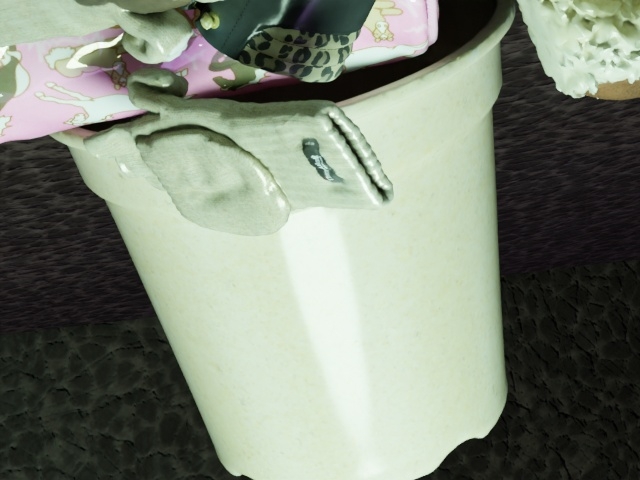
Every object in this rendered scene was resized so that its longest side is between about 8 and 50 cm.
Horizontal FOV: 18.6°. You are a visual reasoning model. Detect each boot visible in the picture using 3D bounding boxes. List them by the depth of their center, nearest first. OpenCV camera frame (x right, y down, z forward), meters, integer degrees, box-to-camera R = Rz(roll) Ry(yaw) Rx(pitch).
[{"bbox_3d":[-0.039,-0.183,1.031,0.236,0.085,0.178,14,125,-30],"label":"boot"}]

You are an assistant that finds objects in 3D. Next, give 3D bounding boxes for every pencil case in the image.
[{"bbox_3d":[-0.125,-0.154,1.201,0.386,0.167,0.160,-12,-160,2],"label":"pencil case"}]

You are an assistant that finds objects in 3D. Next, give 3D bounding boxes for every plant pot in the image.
[{"bbox_3d":[0.000,0.000,1.388,0.334,0.305,0.334,-12,-157,5],"label":"plant pot"}]

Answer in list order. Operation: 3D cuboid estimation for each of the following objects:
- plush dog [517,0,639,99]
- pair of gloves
[{"bbox_3d":[0.200,-0.237,1.127,0.225,0.210,0.262,-28,155,-10],"label":"plush dog"},{"bbox_3d":[-0.086,-0.100,1.068,0.204,0.240,0.042,-11,-143,48],"label":"pair of gloves"}]
